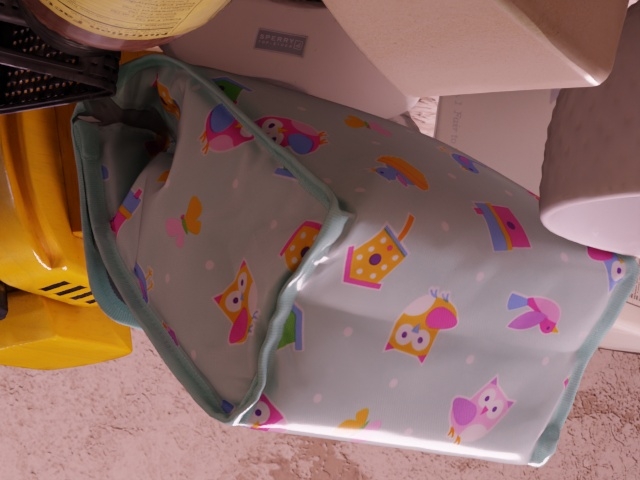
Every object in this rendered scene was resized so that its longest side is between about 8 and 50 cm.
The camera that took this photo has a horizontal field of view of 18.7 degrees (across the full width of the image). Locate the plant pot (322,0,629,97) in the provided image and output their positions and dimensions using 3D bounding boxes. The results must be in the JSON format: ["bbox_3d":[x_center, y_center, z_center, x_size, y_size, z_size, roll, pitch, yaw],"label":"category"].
[{"bbox_3d":[0.053,-0.126,0.744,0.109,0.109,0.096,1,159,46],"label":"plant pot"}]

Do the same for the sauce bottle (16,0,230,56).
[{"bbox_3d":[-0.071,-0.135,0.758,0.111,0.111,0.344,9,176,-13],"label":"sauce bottle"}]

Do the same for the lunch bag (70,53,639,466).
[{"bbox_3d":[0.000,0.000,1.067,0.223,0.160,0.262,11,-161,-38],"label":"lunch bag"}]

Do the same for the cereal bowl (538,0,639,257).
[{"bbox_3d":[0.273,-0.060,0.891,0.339,0.141,0.339,7,174,1],"label":"cereal bowl"}]

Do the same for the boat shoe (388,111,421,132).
[{"bbox_3d":[0.039,0.006,1.440,0.118,0.103,0.320,-32,157,-20],"label":"boat shoe"}]

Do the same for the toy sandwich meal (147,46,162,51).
[{"bbox_3d":[-0.076,-0.126,1.192,0.085,0.029,0.085,7,174,1],"label":"toy sandwich meal"}]

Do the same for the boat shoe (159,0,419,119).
[{"bbox_3d":[-0.023,-0.113,1.135,0.184,0.066,0.063,4,-163,-32],"label":"boat shoe"}]

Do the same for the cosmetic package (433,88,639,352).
[{"bbox_3d":[0.189,-0.013,1.346,0.113,0.160,0.309,4,172,30],"label":"cosmetic package"}]

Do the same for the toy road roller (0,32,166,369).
[{"bbox_3d":[-0.164,-0.036,1.334,0.240,0.202,0.329,-11,169,15],"label":"toy road roller"}]

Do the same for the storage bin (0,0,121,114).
[{"bbox_3d":[-0.196,-0.127,1.082,0.122,0.084,0.180,11,174,-34],"label":"storage bin"}]
